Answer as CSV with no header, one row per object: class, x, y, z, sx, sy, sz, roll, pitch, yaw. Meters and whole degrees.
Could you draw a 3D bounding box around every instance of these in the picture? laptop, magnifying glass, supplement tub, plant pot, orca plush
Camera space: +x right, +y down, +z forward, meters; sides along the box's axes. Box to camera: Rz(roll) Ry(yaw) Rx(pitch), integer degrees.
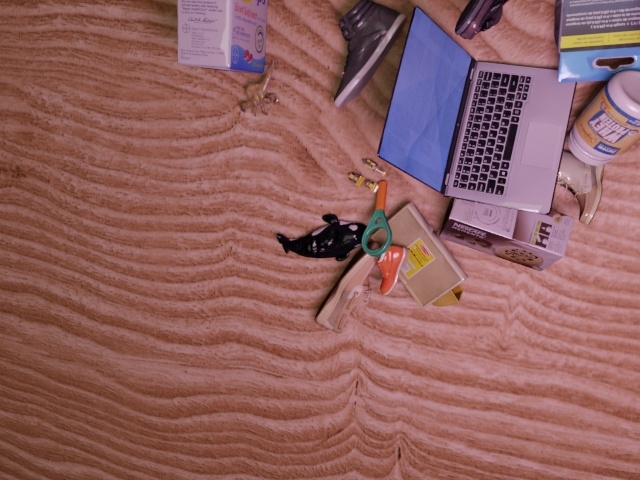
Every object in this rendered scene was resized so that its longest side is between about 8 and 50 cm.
laptop,0.390,-0.304,1.213,0.408,0.236,0.381,13,83,16
magnifying glass,0.168,-0.064,1.454,0.092,0.026,0.231,-9,61,38
supplement tub,0.707,-0.288,1.218,0.144,0.144,0.199,28,149,6
plant pot,0.362,0.150,1.509,0.083,0.081,0.081,-32,95,31
orca plush,0.000,0.000,1.547,0.287,0.102,0.151,5,106,14

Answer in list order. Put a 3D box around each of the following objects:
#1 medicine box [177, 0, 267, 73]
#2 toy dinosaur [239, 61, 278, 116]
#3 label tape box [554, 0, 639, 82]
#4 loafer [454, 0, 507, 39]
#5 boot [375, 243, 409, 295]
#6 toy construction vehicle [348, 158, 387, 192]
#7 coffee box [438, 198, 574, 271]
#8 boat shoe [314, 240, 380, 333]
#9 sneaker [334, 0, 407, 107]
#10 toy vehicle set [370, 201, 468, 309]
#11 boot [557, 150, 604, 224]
medicine box,-0.254,-0.608,1.360,0.149,0.263,0.289,9,108,12
toy dinosaur,-0.172,-0.430,1.495,0.092,0.053,0.183,42,116,-5
label tape box,0.697,-0.562,1.205,0.249,0.115,0.347,1,108,15
loafer,0.406,-0.559,1.199,0.095,0.302,0.109,35,145,-9
boot,0.188,0.083,1.459,0.085,0.059,0.157,14,109,-11
toy construction vehicle,0.136,-0.191,1.481,0.098,0.035,0.086,40,105,23
coffee box,0.486,-0.036,1.359,0.297,0.168,0.118,20,76,8
boat shoe,0.105,0.147,1.560,0.110,0.121,0.341,32,121,0
sneaker,0.091,-0.516,1.385,0.147,0.104,0.295,37,105,5
toy vehicle set,0.280,0.046,1.465,0.166,0.035,0.267,-43,75,35
boot,0.634,-0.147,1.312,0.165,0.077,0.213,12,67,13
